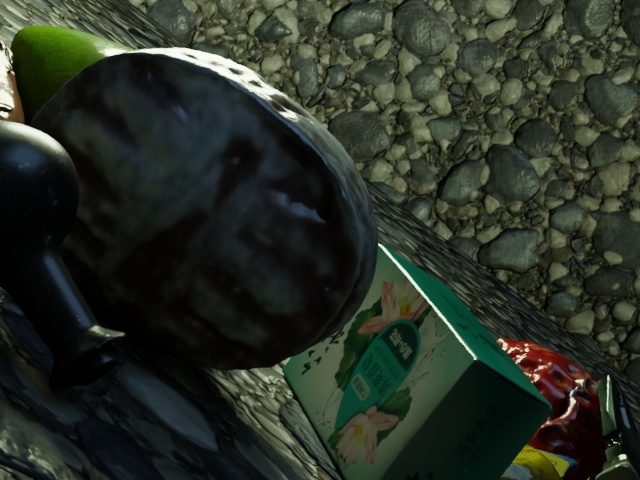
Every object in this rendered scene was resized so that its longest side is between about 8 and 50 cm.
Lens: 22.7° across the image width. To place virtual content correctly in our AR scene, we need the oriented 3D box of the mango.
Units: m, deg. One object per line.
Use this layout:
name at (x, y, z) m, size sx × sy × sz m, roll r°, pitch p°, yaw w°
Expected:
mango at (-0.178, -0.092, 1.439) m, size 0.343 × 0.156 × 0.192 m, roll 40°, pitch -7°, yaw 33°

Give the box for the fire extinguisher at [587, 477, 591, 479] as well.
fire extinguisher at (0.300, 0.328, 1.368) m, size 0.269 × 0.105 × 0.105 m, roll 42°, pitch 9°, yaw 30°

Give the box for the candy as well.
candy at (-0.093, -0.026, 1.230) m, size 0.289 × 0.214 × 0.157 m, roll 36°, pitch 12°, yaw 4°

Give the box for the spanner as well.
spanner at (0.311, 0.268, 1.534) m, size 0.095 × 0.040 × 0.325 m, roll 32°, pitch 37°, yaw -37°

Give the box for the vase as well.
vase at (-0.189, 0.011, 1.018) m, size 0.183 × 0.120 × 0.120 m, roll 54°, pitch 12°, yaw 13°

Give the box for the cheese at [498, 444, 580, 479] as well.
cheese at (0.167, 0.210, 1.440) m, size 0.156 × 0.064 × 0.250 m, roll 13°, pitch 6°, yaw 28°

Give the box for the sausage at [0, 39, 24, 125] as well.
sausage at (-0.300, -0.128, 1.398) m, size 0.078 × 0.078 × 0.304 m, roll 34°, pitch 10°, yaw -26°

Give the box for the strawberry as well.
strawberry at (0.265, 0.212, 1.707) m, size 0.280 × 0.150 × 0.253 m, roll 37°, pitch 9°, yaw 4°

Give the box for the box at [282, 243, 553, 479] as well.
box at (0.074, 0.125, 1.340) m, size 0.092 × 0.153 × 0.245 m, roll 32°, pitch 9°, yaw -27°
